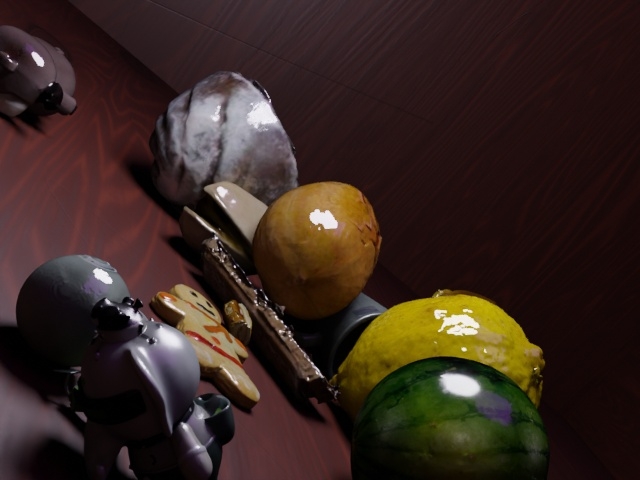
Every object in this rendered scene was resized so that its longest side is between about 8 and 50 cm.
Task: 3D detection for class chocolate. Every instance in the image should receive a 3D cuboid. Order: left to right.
[{"bbox_3d":[-0.203,-0.142,1.735,0.303,0.213,0.303,41,-34,36],"label":"chocolate"},{"bbox_3d":[-0.088,0.119,1.401,0.329,0.065,0.102,46,-17,34],"label":"chocolate"}]

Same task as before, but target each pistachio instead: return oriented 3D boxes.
[{"bbox_3d":[-0.145,-0.015,1.584,0.153,0.137,0.238,39,-1,40],"label":"pistachio"}]

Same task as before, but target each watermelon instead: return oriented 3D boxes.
[{"bbox_3d":[0.157,0.262,1.160,0.242,0.242,0.242,41,7,-6],"label":"watermelon"}]

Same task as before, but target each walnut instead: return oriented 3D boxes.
[{"bbox_3d":[0.000,0.000,1.505,0.203,0.203,0.297,41,34,-12],"label":"walnut"}]

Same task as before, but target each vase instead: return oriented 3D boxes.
[{"bbox_3d":[0.003,0.126,1.615,0.251,0.156,0.301,6,23,-37],"label":"vase"}]

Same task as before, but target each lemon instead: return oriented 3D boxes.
[{"bbox_3d":[0.175,0.213,1.409,0.268,0.322,0.268,-7,90,-67],"label":"lemon"}]

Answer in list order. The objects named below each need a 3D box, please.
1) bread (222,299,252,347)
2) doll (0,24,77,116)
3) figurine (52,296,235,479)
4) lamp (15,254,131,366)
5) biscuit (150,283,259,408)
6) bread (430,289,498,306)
[{"bbox_3d":[-0.117,0.118,1.335,0.036,0.046,0.083,-3,20,-12],"label":"bread"},{"bbox_3d":[-0.457,-0.260,1.464,0.182,0.117,0.257,40,7,-5],"label":"doll"},{"bbox_3d":[-0.141,0.132,0.770,0.147,0.126,0.192,-149,-140,-67],"label":"figurine"},{"bbox_3d":[-0.223,0.063,0.861,0.105,0.105,0.105,41,7,-6],"label":"lamp"},{"bbox_3d":[-0.151,0.119,1.216,0.153,0.030,0.234,41,7,-24],"label":"biscuit"},{"bbox_3d":[0.294,0.240,2.148,0.176,0.246,0.195,16,10,7],"label":"bread"}]
